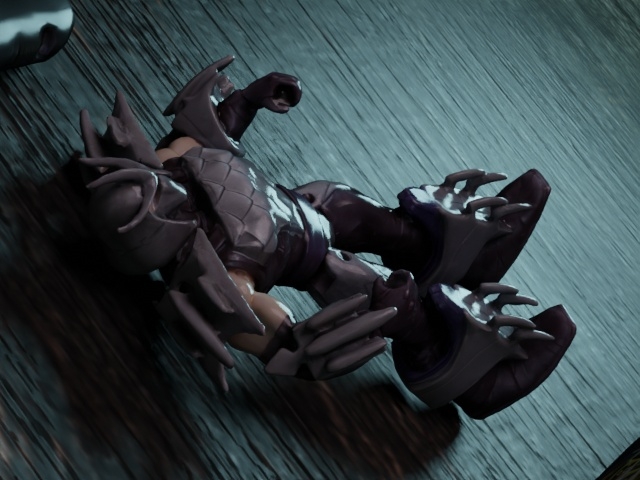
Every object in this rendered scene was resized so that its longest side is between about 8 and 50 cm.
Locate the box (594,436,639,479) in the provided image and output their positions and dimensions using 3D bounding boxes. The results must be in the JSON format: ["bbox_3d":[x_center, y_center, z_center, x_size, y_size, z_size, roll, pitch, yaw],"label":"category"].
[{"bbox_3d":[0.108,0.238,0.505,0.295,0.073,0.293,-39,91,-30],"label":"box"}]

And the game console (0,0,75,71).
[{"bbox_3d":[-0.290,-0.189,0.758,0.342,0.060,0.386,48,25,6],"label":"game console"}]

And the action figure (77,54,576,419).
[{"bbox_3d":[0.000,0.000,0.889,0.285,0.099,0.185,15,44,-45],"label":"action figure"}]
